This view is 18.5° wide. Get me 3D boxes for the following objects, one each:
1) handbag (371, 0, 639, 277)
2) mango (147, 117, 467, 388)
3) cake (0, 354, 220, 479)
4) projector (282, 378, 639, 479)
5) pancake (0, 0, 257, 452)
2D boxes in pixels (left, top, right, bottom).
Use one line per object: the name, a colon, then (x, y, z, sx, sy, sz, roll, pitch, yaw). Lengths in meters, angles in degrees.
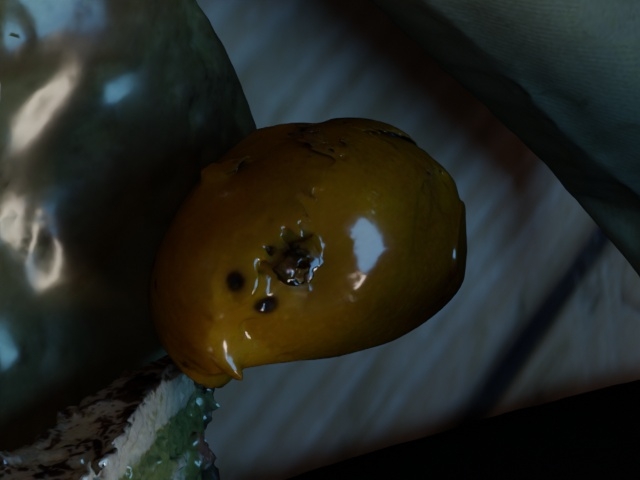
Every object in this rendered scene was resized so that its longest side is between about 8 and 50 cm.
handbag: (0.075, -0.155, 0.612, 0.316, 0.109, 0.253, 36, 64, -50)
mango: (0.000, 0.000, 0.518, 0.127, 0.077, 0.063, -14, 82, -68)
cake: (-0.053, 0.070, 0.475, 0.140, 0.055, 0.051, -35, 125, -49)
projector: (0.189, 0.195, 0.592, 0.405, 0.395, 0.242, -9, 102, -53)
pancake: (-0.094, 0.001, 0.472, 0.236, 0.042, 0.222, 8, 90, -56)
